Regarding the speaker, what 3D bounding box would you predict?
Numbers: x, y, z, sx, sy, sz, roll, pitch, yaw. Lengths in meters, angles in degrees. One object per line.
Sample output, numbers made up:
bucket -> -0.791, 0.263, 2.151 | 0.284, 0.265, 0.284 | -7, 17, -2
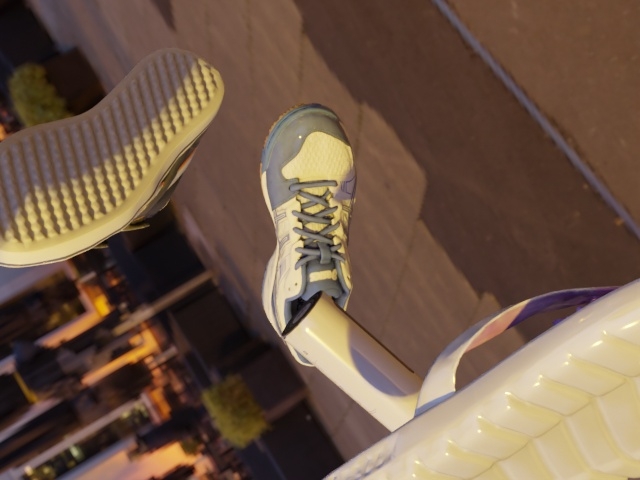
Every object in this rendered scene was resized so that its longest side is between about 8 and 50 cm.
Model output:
speaker -> 0.033, 0.108, 0.978 | 0.136, 0.055, 0.055 | 41, 169, -7

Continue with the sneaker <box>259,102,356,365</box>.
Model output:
sneaker -> 0.000, 0.000, 1.224 | 0.131, 0.111, 0.297 | -119, 24, -55

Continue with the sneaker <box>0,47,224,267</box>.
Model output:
sneaker -> -0.210, -0.055, 1.043 | 0.126, 0.321, 0.127 | 42, 137, 5

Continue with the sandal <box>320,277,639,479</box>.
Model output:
sandal -> 0.141, 0.088, 0.692 | 0.169, 0.416, 0.102 | 36, -148, -40
